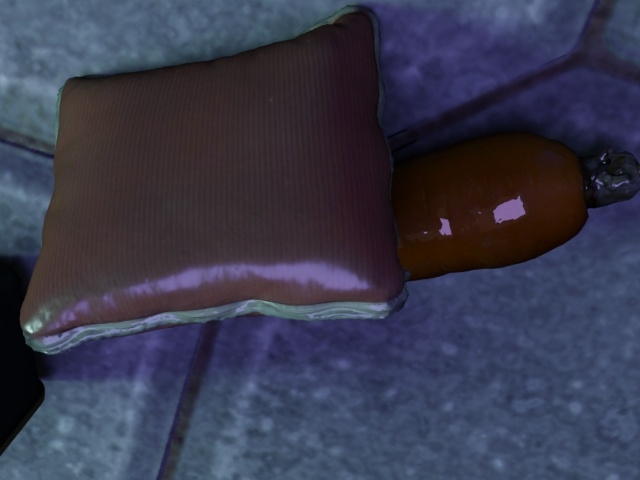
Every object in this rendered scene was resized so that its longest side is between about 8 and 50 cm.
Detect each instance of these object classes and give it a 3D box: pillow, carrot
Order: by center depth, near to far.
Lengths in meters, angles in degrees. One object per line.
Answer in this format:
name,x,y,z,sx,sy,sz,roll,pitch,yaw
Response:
pillow,-0.051,-0.026,0.475,0.179,0.171,0.075,-9,147,10
carrot,0.000,0.000,0.519,0.336,0.069,0.069,-13,111,17

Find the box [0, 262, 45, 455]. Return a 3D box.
box,-0.247,0.080,0.514,0.145,0.201,0.090,1,110,9
